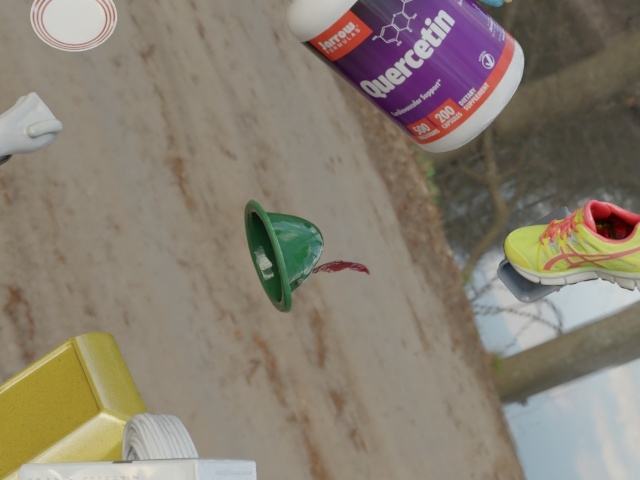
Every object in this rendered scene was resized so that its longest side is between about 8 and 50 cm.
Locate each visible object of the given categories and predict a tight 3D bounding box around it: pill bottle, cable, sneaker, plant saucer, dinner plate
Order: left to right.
[{"bbox_3d":[-0.492,0.322,2.075,0.081,0.333,0.333,58,-5,-39],"label":"plant saucer"},{"bbox_3d":[-0.410,-0.371,1.929,0.017,0.141,0.141,105,-29,-63],"label":"dinner plate"},{"bbox_3d":[-0.241,0.391,1.786,0.257,0.089,0.257,129,-49,-61],"label":"cable"},{"bbox_3d":[0.085,-0.266,1.422,0.323,0.181,0.181,38,29,-20],"label":"pill bottle"},{"bbox_3d":[0.285,-0.006,1.240,0.081,0.209,0.094,-51,127,-35],"label":"sneaker"}]

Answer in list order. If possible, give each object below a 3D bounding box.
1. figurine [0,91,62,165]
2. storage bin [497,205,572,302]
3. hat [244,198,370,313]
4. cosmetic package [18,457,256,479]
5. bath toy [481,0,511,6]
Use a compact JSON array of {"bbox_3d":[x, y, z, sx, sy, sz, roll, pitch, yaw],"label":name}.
[{"bbox_3d":[-0.551,-0.140,1.857,0.209,0.215,0.092,-45,114,-45],"label":"figurine"},{"bbox_3d":[0.335,0.018,1.699,0.098,0.135,0.091,47,29,-22],"label":"storage bin"},{"bbox_3d":[0.000,0.000,1.692,0.208,0.184,0.172,-174,-112,-74],"label":"hat"},{"bbox_3d":[-0.169,0.284,1.093,0.151,0.184,0.151,31,56,-70],"label":"cosmetic package"},{"bbox_3d":[0.307,-0.491,1.581,0.151,0.348,0.129,21,31,-52],"label":"bath toy"}]
